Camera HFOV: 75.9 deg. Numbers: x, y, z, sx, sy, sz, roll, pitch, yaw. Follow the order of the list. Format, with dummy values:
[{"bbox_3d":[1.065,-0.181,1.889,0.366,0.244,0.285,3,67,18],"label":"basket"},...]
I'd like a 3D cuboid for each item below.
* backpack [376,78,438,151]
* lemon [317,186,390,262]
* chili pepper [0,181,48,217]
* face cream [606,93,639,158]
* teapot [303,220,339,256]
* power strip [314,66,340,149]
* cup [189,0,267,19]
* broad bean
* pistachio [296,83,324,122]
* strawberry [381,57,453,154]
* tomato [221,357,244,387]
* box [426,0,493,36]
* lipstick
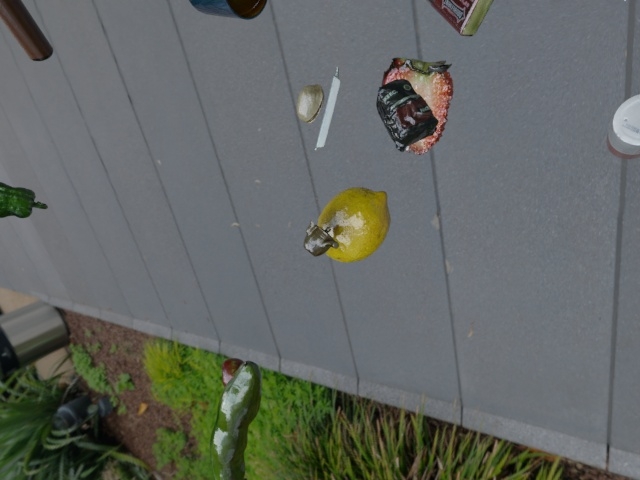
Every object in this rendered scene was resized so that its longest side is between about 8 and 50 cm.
[{"bbox_3d":[0.206,-0.319,1.014,0.165,0.119,0.106,59,173,11],"label":"backpack"},{"bbox_3d":[0.091,-0.041,1.128,0.188,0.188,0.257,43,117,8],"label":"lemon"},{"bbox_3d":[-0.741,-0.093,0.883,0.100,0.256,0.074,-35,51,51],"label":"chili pepper"},{"bbox_3d":[0.653,-0.228,0.847,0.095,0.214,0.096,2,93,32],"label":"face cream"},{"bbox_3d":[0.000,0.000,0.997,0.085,0.080,0.110,41,178,-31],"label":"teapot"},{"bbox_3d":[0.026,-0.400,1.261,0.027,0.060,0.253,14,105,-4],"label":"power strip"},{"bbox_3d":[-0.191,-0.518,0.800,0.138,0.113,0.150,25,136,35],"label":"cup"},{"bbox_3d":[-0.115,0.259,0.545,0.046,0.065,0.255,40,128,47],"label":"broad bean"},{"bbox_3d":[-0.038,-0.537,1.609,0.113,0.113,0.149,21,111,26],"label":"pistachio"},{"bbox_3d":[0.316,-0.454,1.369,0.233,0.138,0.307,12,131,16],"label":"strawberry"},{"bbox_3d":[-0.233,0.366,1.125,0.075,0.087,0.087,0,124,-11],"label":"tomato"},{"bbox_3d":[0.379,-0.686,1.150,0.224,0.068,0.120,64,150,28],"label":"box"},{"bbox_3d":[-0.622,-0.499,0.754,0.057,0.057,0.357,31,156,19],"label":"lipstick"}]
